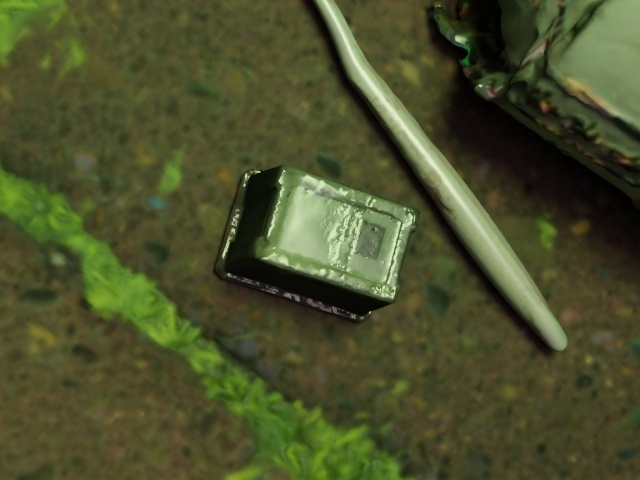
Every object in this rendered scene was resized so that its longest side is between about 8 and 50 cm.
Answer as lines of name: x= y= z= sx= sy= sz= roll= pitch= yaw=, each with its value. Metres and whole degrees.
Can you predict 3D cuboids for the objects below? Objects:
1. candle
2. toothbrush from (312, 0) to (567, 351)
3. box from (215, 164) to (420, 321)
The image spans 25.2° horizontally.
candle: x=0.170 y=-0.112 z=0.696 sx=0.330 sy=0.187 sz=0.187 roll=32 pitch=78 yaw=-10
toothbrush: x=0.032 y=-0.064 z=0.734 sx=0.029 sy=0.025 sz=0.307 roll=-37 pitch=95 yaw=-7
box: x=0.000 y=0.000 z=0.700 sx=0.084 sy=0.063 sz=0.060 roll=19 pitch=81 yaw=-12
